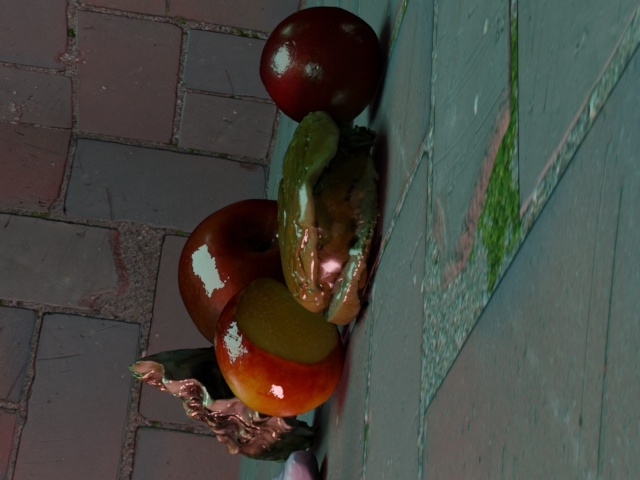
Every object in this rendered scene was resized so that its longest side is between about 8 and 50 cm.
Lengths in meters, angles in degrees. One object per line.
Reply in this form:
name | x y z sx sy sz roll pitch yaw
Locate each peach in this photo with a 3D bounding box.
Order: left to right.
peach | -0.060 0.154 1.958 0.190 0.190 0.192 -100 0 -72
peach | 0.006 -0.262 1.995 0.197 0.197 0.197 -172 90 -84

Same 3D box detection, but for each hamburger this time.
hamburger | 0.004 -0.036 1.881 0.285 0.134 0.265 -87 9 -55

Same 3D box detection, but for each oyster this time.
oyster | -0.134 0.266 2.135 0.238 0.351 0.114 34 85 41

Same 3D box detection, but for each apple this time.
apple | -0.096 0.057 2.184 0.216 0.260 0.260 91 -179 -49

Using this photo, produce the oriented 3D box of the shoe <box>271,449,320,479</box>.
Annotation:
shoe | -0.076 0.415 2.057 0.095 0.138 0.245 -99 17 -57
